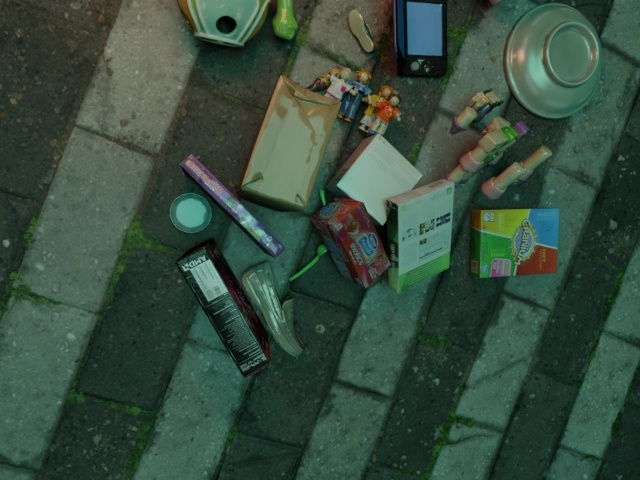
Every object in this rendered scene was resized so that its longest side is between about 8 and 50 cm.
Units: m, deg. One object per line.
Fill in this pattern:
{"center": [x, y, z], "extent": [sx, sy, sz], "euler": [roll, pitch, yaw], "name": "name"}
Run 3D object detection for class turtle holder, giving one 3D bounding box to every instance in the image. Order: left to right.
{"center": [-0.242, -0.662, 1.107], "extent": [0.321, 0.244, 0.227], "euler": [-13, 119, -50], "name": "turtle holder"}

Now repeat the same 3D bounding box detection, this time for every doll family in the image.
{"center": [0.133, -0.442, 1.260], "extent": [0.263, 0.118, 0.163], "euler": [27, 102, -4], "name": "doll family"}

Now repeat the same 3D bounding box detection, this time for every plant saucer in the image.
{"center": [-0.390, -0.083, 1.210], "extent": [0.120, 0.021, 0.119], "euler": [-1, 95, -13], "name": "plant saucer"}
{"center": [0.845, -0.636, 1.398], "extent": [0.401, 0.100, 0.399], "euler": [-1, 95, -13], "name": "plant saucer"}

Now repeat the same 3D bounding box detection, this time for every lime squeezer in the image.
{"center": [0.000, 0.000, 1.288], "extent": [0.110, 0.059, 0.310], "euler": [19, 92, -14], "name": "lime squeezer"}

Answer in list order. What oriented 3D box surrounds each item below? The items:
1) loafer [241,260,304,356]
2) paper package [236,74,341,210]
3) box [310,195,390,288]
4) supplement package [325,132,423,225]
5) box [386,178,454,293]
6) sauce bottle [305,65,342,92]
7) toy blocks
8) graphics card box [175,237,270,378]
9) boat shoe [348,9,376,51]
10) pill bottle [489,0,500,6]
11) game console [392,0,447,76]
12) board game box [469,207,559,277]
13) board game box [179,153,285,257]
{"center": [-0.127, 0.215, 1.250], "extent": [0.112, 0.112, 0.319], "euler": [-29, 100, 0], "name": "loafer"}
{"center": [-0.105, -0.242, 1.106], "extent": [0.168, 0.325, 0.309], "euler": [18, 90, -14], "name": "paper package"}
{"center": [0.095, 0.004, 1.224], "extent": [0.123, 0.128, 0.256], "euler": [-40, 123, -19], "name": "box"}
{"center": [0.163, -0.186, 1.258], "extent": [0.194, 0.149, 0.203], "euler": [40, 86, -13], "name": "supplement package"}
{"center": [0.317, -0.012, 1.274], "extent": [0.233, 0.058, 0.321], "euler": [-21, 121, -24], "name": "box"}
{"center": [0.011, -0.497, 1.252], "extent": [0.128, 0.042, 0.042], "euler": [-36, 101, -9], "name": "sauce bottle"}
{"center": [0.516, -0.277, 1.318], "extent": [0.289, 0.260, 0.308], "euler": [-27, 75, -37], "name": "toy blocks"}
{"center": [-0.268, 0.180, 1.153], "extent": [0.094, 0.233, 0.370], "euler": [-29, 100, -5], "name": "graphics card box"}
{"center": [0.135, -0.660, 1.266], "extent": [0.136, 0.049, 0.043], "euler": [59, 40, -9], "name": "boat shoe"}
{"center": [0.529, -0.948, 1.242], "extent": [0.210, 0.210, 0.362], "euler": [-37, 102, -7], "name": "pill bottle"}
{"center": [0.310, -0.678, 1.236], "extent": [0.251, 0.173, 0.292], "euler": [-4, 96, -12], "name": "game console"}
{"center": [0.696, 0.004, 1.439], "extent": [0.317, 0.064, 0.241], "euler": [-3, 96, -12], "name": "board game box"}
{"center": [-0.251, -0.090, 1.146], "extent": [0.056, 0.208, 0.347], "euler": [-45, 103, -5], "name": "board game box"}
